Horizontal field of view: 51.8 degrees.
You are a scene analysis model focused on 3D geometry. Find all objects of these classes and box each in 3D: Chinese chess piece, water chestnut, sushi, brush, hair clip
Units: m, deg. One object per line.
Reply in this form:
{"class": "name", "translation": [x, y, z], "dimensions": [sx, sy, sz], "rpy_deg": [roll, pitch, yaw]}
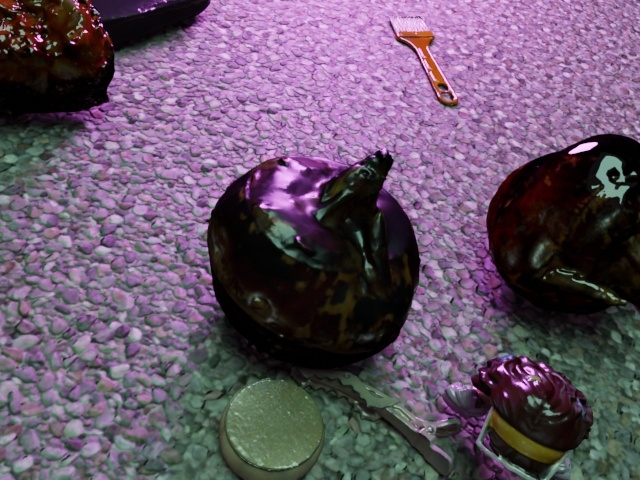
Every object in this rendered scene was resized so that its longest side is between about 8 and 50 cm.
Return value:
{"class": "Chinese chess piece", "translation": [-0.056, 0.220, 0.758], "dimensions": [0.122, 0.051, 0.122], "rpy_deg": [7, 46, -7]}
{"class": "water chestnut", "translation": [0.000, 0.000, 0.819], "dimensions": [0.300, 0.300, 0.299], "rpy_deg": [7, 48, -8]}
{"class": "sushi", "translation": [-0.494, -0.300, 1.004], "dimensions": [0.344, 0.182, 0.196], "rpy_deg": [-5, 67, -16]}
{"class": "brush", "translation": [0.224, -0.384, 1.390], "dimensions": [0.090, 0.017, 0.314], "rpy_deg": [-5, 51, -14]}
{"class": "water chestnut", "translation": [0.385, -0.011, 0.945], "dimensions": [0.289, 0.289, 0.244], "rpy_deg": [2, 80, -12]}
{"class": "hair clip", "translation": [0.071, 0.201, 0.816], "dimensions": [0.226, 0.034, 0.072], "rpy_deg": [28, 45, 14]}

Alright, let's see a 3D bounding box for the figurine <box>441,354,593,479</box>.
{"class": "figurine", "translation": [0.241, 0.197, 0.772], "dimensions": [0.175, 0.240, 0.115], "rpy_deg": [34, 92, 13]}

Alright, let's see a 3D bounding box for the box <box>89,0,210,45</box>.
{"class": "box", "translation": [-0.437, -0.505, 1.289], "dimensions": [0.359, 0.091, 0.350], "rpy_deg": [40, 51, 22]}
